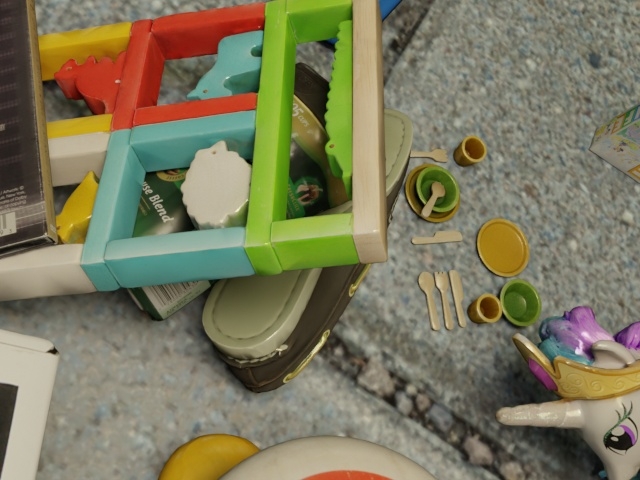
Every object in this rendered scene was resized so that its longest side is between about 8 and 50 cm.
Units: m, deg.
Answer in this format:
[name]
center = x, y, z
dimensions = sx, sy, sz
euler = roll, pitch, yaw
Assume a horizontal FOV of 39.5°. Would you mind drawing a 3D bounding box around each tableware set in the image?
[tableware set]
center = 0.120, -0.007, 0.690
dimensions = 0.104, 0.024, 0.154
euler = -3, 75, -23

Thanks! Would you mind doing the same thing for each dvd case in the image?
[dvd case]
center = -0.239, -0.078, 0.509
dimensions = 0.164, 0.018, 0.221
euler = -15, 67, 4

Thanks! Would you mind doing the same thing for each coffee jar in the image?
[coffee jar]
center = -0.054, -0.036, 0.563
dimensions = 0.184, 0.079, 0.096
euler = -33, 45, -11

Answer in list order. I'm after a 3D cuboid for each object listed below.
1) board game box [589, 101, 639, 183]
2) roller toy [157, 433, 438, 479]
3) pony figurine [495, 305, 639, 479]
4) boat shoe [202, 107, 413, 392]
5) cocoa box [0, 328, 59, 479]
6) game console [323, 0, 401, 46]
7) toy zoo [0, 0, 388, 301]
[board game box]
center = 0.320, -0.064, 0.743
dimensions = 0.154, 0.103, 0.026
euler = 31, 66, -10
[roller toy]
center = -0.009, 0.218, 0.503
dimensions = 0.209, 0.146, 0.191
euler = 22, 58, -9
[pony figurine]
center = 0.328, 0.149, 0.607
dimensions = 0.351, 0.303, 0.363
euler = -31, 93, -12
[boat shoe]
center = 0.000, 0.000, 0.617
dimensions = 0.081, 0.069, 0.228
euler = 17, 56, 29
[cocoa box]
center = -0.277, 0.192, 0.325
dimensions = 0.231, 0.228, 0.347
euler = 22, 65, -40
[game console]
center = -0.001, -0.336, 0.740
dimensions = 0.293, 0.173, 0.250
euler = 43, 95, -4
[toy zoo]
center = -0.108, -0.057, 0.522
dimensions = 0.293, 0.030, 0.192
euler = -6, 53, 11
